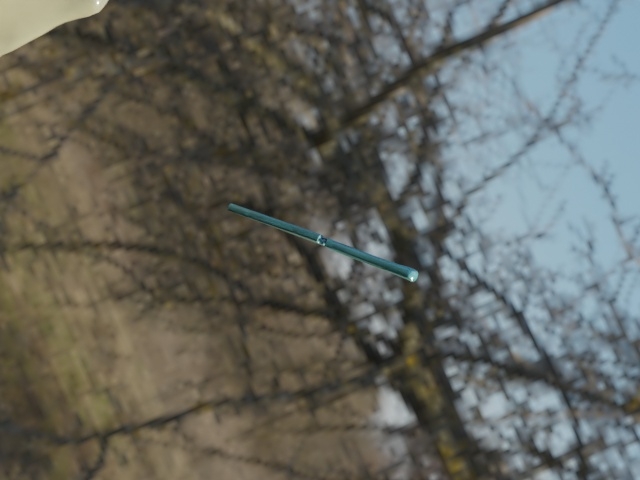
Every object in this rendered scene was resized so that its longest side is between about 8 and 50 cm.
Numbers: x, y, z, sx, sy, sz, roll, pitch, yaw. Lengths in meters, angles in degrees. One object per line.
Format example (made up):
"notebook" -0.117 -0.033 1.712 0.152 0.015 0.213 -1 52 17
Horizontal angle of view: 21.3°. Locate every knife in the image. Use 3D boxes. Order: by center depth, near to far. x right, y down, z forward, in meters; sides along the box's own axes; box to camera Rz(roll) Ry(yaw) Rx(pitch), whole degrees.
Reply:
"knife" 0.000 0.000 0.721 0.091 0.005 0.014 21 -1 23

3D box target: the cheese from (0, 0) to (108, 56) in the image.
"cheese" -0.164 -0.183 0.475 0.153 0.292 0.332 42 14 -54
